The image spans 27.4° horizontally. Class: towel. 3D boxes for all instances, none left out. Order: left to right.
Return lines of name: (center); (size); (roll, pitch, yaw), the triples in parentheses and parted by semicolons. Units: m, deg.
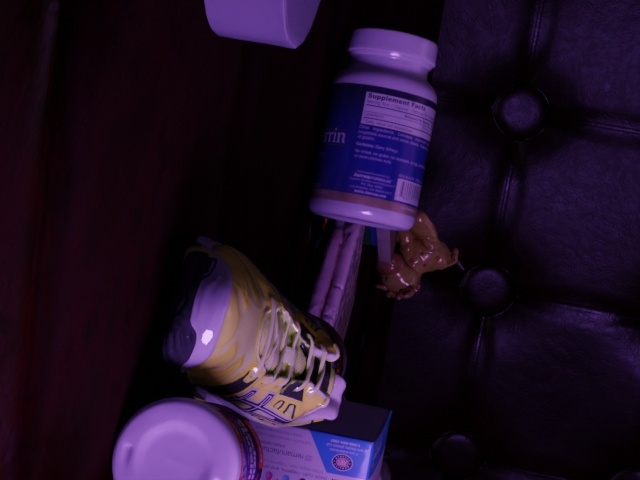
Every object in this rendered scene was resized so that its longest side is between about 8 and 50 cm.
towel: (0.010, 0.124, 2.030); (0.332, 0.053, 0.317); (95, 9, -52)

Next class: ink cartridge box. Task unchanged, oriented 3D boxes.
ink cartridge box: (-0.015, 0.341, 1.762); (0.168, 0.171, 0.232); (-41, 140, -77)

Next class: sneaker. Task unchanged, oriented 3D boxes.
sneaker: (-0.056, 0.095, 1.254); (0.384, 0.147, 0.145); (64, 40, -75)

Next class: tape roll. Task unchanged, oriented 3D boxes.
tape roll: (-0.038, -0.282, 1.146); (0.219, 0.072, 0.219); (10, 90, -82)

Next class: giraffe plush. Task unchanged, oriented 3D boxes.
giraffe plush: (0.194, 0.046, 2.943); (0.170, 0.210, 0.181); (-43, 176, -12)

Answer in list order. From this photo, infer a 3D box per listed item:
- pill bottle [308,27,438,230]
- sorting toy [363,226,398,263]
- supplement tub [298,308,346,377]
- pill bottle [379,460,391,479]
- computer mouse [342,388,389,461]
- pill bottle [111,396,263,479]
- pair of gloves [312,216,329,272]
pill bottle: (0.080, -0.155, 1.831); (0.153, 0.153, 0.264); (29, 72, -81)
sorting toy: (0.102, -0.128, 2.240); (0.257, 0.089, 0.255); (79, 23, -68)
supplement tub: (-0.034, 0.140, 1.562); (0.190, 0.117, 0.117); (40, 61, -81)
pill bottle: (0.033, 0.424, 2.239); (0.283, 0.160, 0.160); (37, 64, -80)
computer mouse: (0.048, 0.297, 2.236); (0.242, 0.041, 0.071); (55, 7, -26)
pill bottle: (-0.108, 0.195, 1.156); (0.193, 0.108, 0.108); (54, 47, -79)
pair of gloves: (0.000, 0.000, 1.987); (0.074, 0.010, 0.083); (93, 12, -56)
